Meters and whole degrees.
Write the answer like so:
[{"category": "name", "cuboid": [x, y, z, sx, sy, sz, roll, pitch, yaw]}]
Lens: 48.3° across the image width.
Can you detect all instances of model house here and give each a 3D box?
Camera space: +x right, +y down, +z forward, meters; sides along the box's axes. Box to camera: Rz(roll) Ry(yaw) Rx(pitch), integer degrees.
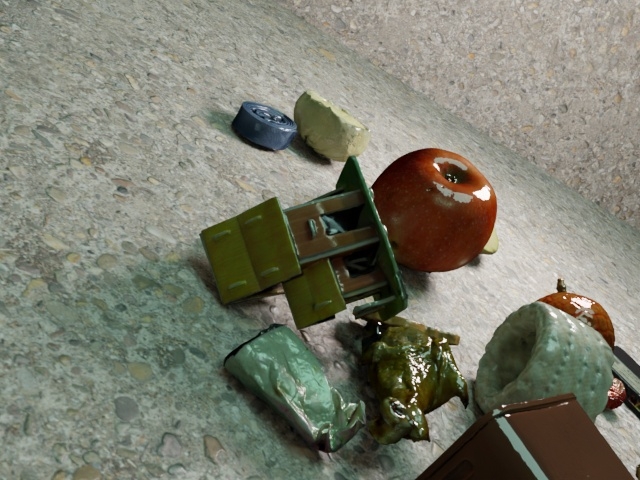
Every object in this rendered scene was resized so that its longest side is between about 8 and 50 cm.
[{"category": "model house", "cuboid": [-0.051, 0.055, 1.396, 0.324, 0.340, 0.300, -16, 78, -13]}]

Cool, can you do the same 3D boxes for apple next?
[{"category": "apple", "cuboid": [0.469, -0.024, 2.239, 0.193, 0.120, 0.265, 50, 28, 0]}, {"category": "apple", "cuboid": [0.290, -0.081, 1.879, 0.349, 0.276, 0.348, 14, 39, -12]}]

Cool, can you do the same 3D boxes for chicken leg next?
[{"category": "chicken leg", "cuboid": [0.174, 0.274, 1.297, 0.212, 0.140, 0.361, 10, 20, -5]}]

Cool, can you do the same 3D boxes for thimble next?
[{"category": "thimble", "cuboid": [0.468, 0.288, 1.530, 0.195, 0.291, 0.291, 32, 25, -7]}]

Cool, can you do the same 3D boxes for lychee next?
[{"category": "lychee", "cuboid": [0.634, 0.245, 1.845, 0.255, 0.255, 0.300, 23, 42, -27]}]

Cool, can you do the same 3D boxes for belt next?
[{"category": "belt", "cuboid": [-0.152, -0.317, 1.985, 0.190, 0.082, 0.141, 4, 38, -48]}]

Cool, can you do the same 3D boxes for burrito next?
[{"category": "burrito", "cuboid": [-0.039, 0.246, 1.163, 0.229, 0.089, 0.144, 45, 41, 17]}]

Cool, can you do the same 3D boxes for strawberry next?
[{"category": "strawberry", "cuboid": [0.783, 0.416, 1.927, 0.083, 0.083, 0.096, 47, 35, 20]}]

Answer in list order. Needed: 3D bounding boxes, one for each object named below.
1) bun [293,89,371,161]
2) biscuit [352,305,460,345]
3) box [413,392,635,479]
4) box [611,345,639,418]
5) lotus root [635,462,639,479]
[{"category": "bun", "cuboid": [0.025, -0.334, 2.158, 0.259, 0.152, 0.259, 31, 13, -8]}, {"category": "biscuit", "cuboid": [0.179, 0.184, 1.517, 0.236, 0.040, 0.144, 17, -14, -19]}, {"category": "box", "cuboid": [0.350, 0.425, 1.177, 0.339, 0.239, 0.229, 7, 41, -47]}, {"category": "box", "cuboid": [0.957, 0.461, 2.094, 0.211, 0.058, 0.350, 0, 44, -49]}, {"category": "lotus root", "cuboid": [0.868, 0.606, 1.615, 0.183, 0.183, 0.310, -5, 53, -55]}]
